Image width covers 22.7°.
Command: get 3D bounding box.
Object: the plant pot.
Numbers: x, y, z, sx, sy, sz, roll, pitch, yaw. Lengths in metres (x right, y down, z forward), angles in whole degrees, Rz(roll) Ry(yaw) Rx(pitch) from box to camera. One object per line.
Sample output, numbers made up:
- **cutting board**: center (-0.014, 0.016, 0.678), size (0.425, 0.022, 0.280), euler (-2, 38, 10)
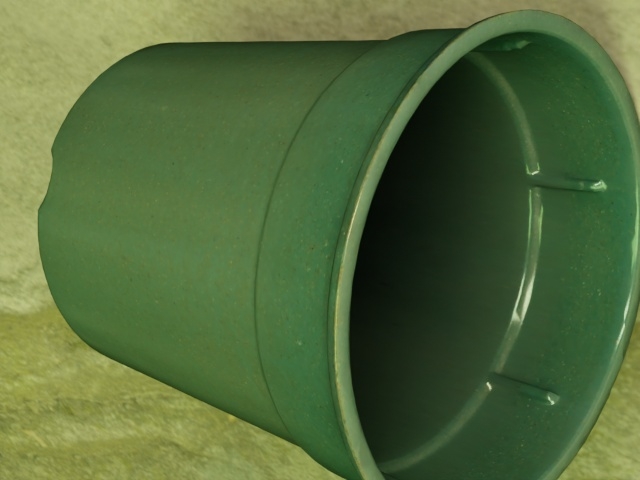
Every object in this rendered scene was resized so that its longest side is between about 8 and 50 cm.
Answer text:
- **plant pot**: center (0.000, 0.000, 1.127), size (0.334, 0.341, 0.341), euler (11, 130, 41)
